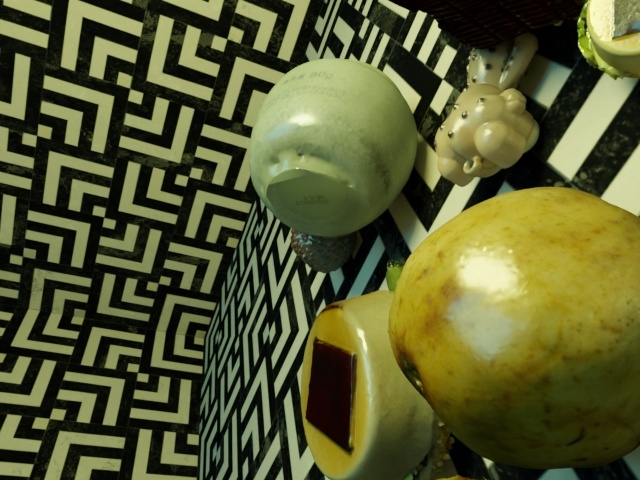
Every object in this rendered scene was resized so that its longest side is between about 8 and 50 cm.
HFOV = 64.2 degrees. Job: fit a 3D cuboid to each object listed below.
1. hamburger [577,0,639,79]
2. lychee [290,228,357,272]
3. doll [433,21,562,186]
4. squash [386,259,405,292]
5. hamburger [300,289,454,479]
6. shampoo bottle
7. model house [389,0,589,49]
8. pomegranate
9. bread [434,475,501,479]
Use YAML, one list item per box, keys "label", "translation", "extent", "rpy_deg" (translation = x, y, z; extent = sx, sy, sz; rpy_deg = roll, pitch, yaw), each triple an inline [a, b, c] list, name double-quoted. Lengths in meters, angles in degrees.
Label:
- label: "hamburger"
  translation: [0.333, -0.230, 0.518]
  extent: [0.141, 0.081, 0.127]
  rpy_deg: [-23, 69, 42]
- label: "lychee"
  translation: [0.000, 0.000, 1.202]
  extent: [0.197, 0.165, 0.165]
  rpy_deg: [-36, 36, 22]
- label: "doll"
  translation: [0.253, -0.213, 0.732]
  extent: [0.278, 0.119, 0.154]
  rpy_deg: [-68, 19, -7]
- label: "squash"
  translation: [0.149, 0.097, 0.882]
  extent: [0.183, 0.052, 0.052]
  rpy_deg: [-106, 35, -54]
- label: "hamburger"
  translation: [0.083, 0.221, 0.766]
  extent: [0.302, 0.170, 0.302]
  rpy_deg: [-174, 90, -68]
- label: "shampoo bottle"
  translation: [0.023, -0.181, 0.997]
  extent: [0.323, 0.322, 0.317]
  rpy_deg: [-59, 3, 41]
- label: "model house"
  translation: [0.203, -0.404, 0.616]
  extent: [0.297, 0.317, 0.283]
  rpy_deg: [-50, 26, 31]
- label: "pomegranate"
  translation: [0.197, 0.073, 0.477]
  extent: [0.260, 0.260, 0.261]
  rpy_deg: [-166, 90, -71]
- label: "bread"
  translation: [0.179, 0.289, 0.466]
  extent: [0.103, 0.172, 0.132]
  rpy_deg: [128, 149, -55]
